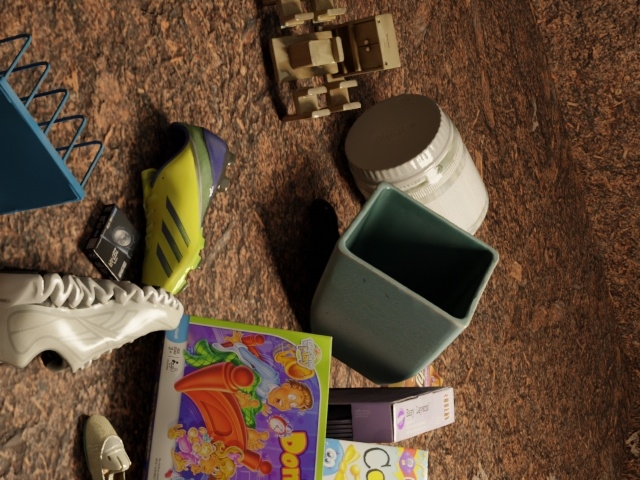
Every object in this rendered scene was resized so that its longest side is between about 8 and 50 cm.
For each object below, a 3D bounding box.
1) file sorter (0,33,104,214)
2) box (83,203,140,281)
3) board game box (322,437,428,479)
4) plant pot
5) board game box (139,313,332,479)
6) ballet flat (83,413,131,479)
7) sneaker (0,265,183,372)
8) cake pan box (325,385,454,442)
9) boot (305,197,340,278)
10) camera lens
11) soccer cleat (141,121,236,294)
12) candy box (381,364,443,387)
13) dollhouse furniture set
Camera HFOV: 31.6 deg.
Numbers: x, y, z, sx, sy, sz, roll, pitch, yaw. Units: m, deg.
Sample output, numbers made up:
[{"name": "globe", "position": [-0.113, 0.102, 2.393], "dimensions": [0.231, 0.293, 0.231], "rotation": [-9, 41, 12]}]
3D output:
[{"name": "file sorter", "position": [-0.341, -0.131, 1.269], "dimensions": [0.104, 0.118, 0.170], "rotation": [-75, 146, -43]}, {"name": "box", "position": [-0.272, 0.004, 1.479], "dimensions": [0.067, 0.018, 0.083], "rotation": [59, 36, -39]}, {"name": "board game box", "position": [0.004, 0.370, 1.661], "dimensions": [0.275, 0.142, 0.144], "rotation": [11, 70, -24]}, {"name": "plant pot", "position": [0.119, 0.100, 1.953], "dimensions": [0.252, 0.248, 0.247], "rotation": [-59, 177, 37]}, {"name": "board game box", "position": [-0.116, 0.286, 1.507], "dimensions": [0.078, 0.233, 0.347], "rotation": [133, -37, -65]}, {"name": "ballet flat", "position": [-0.256, 0.297, 1.411], "dimensions": [0.057, 0.052, 0.168], "rotation": [-12, 95, -63]}, {"name": "sneaker", "position": [-0.282, 0.099, 1.362], "dimensions": [0.292, 0.110, 0.118], "rotation": [10, 83, -54]}, {"name": "cake pan box", "position": [0.058, 0.278, 1.821], "dimensions": [0.267, 0.246, 0.070], "rotation": [3, 82, -64]}, {"name": "boot", "position": [-0.001, 0.000, 1.990], "dimensions": [0.099, 0.045, 0.121], "rotation": [-59, 140, -51]}, {"name": "camera lens", "position": [0.190, -0.120, 2.194], "dimensions": [0.274, 0.219, 0.219], "rotation": [56, 38, -43]}, {"name": "soccer cleat", "position": [-0.210, -0.036, 1.567], "dimensions": [0.121, 0.093, 0.289], "rotation": [29, 58, -22]}, {"name": "candy box", "position": [0.188, 0.291, 2.290], "dimensions": [0.186, 0.053, 0.109], "rotation": [49, 43, -46]}, {"name": "dollhouse furniture set", "position": [-0.005, -0.330, 1.999], "dimensions": [0.242, 0.161, 0.212], "rotation": [-17, 100, -40]}]
